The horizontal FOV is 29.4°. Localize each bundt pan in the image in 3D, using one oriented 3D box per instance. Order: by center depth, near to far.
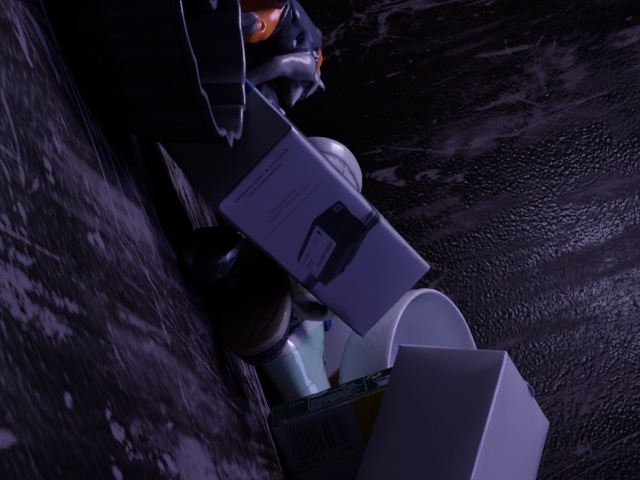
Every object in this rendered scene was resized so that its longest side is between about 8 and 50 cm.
[{"bbox_3d":[-0.168,-0.250,1.221,0.331,0.124,0.330,-6,90,-83],"label":"bundt pan"}]

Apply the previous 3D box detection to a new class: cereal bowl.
[{"bbox_3d":[0.124,0.248,1.876,0.339,0.141,0.339,23,63,-56],"label":"cereal bowl"}]

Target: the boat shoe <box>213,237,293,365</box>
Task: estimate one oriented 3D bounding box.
[{"bbox_3d":[-0.076,0.083,1.496,0.092,0.103,0.285,64,-2,-24],"label":"boat shoe"}]

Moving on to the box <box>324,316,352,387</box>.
[{"bbox_3d":[0.134,0.278,2.111,0.345,0.215,0.168,52,-6,-23],"label":"box"}]

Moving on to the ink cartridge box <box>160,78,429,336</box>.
[{"bbox_3d":[-0.037,-0.053,1.460,0.307,0.129,0.223,43,3,-42],"label":"ink cartridge box"}]

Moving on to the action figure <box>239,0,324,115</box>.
[{"bbox_3d":[-0.063,-0.273,1.729,0.330,0.178,0.341,51,19,-66],"label":"action figure"}]

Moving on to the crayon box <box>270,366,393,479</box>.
[{"bbox_3d":[0.076,0.348,1.656,0.081,0.202,0.318,-101,173,-79],"label":"crayon box"}]

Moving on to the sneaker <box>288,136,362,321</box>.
[{"bbox_3d":[0.000,0.000,1.708,0.292,0.108,0.169,84,11,-55],"label":"sneaker"}]

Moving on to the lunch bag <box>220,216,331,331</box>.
[{"bbox_3d":[-0.083,0.007,1.980,0.243,0.115,0.303,-111,-179,-45],"label":"lunch bag"}]

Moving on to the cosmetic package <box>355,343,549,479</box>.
[{"bbox_3d":[0.142,0.326,1.442,0.197,0.155,0.365,56,44,-43],"label":"cosmetic package"}]

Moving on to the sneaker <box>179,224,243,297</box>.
[{"bbox_3d":[-0.115,0.031,1.404,0.178,0.072,0.077,-68,150,-79],"label":"sneaker"}]

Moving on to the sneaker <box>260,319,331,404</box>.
[{"bbox_3d":[-0.025,0.201,1.808,0.151,0.094,0.256,65,12,-3],"label":"sneaker"}]
